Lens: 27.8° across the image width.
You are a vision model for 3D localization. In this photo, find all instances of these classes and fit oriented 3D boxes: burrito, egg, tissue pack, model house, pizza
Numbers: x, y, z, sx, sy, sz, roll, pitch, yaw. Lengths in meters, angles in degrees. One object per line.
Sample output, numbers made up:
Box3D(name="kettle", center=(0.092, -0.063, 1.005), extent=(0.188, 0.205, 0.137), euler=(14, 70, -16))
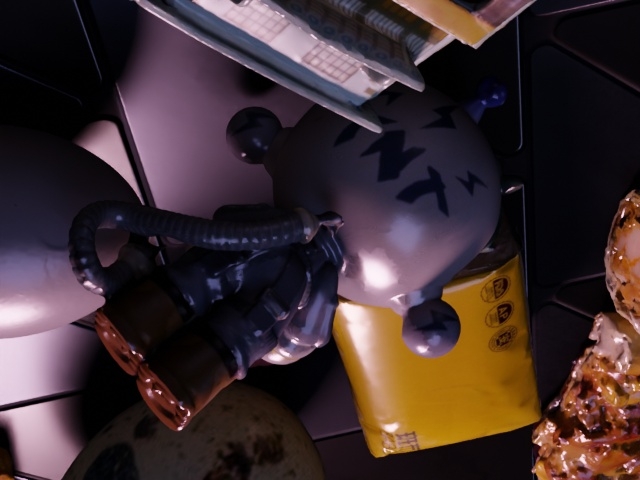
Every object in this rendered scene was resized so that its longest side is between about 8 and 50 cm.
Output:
Box3D(name="burrito", center=(0.412, 0.041, 1.323), extent=(0.299, 0.105, 0.143), euler=(13, 121, -23))
Box3D(name="egg", center=(-0.256, -0.007, 1.055), extent=(0.232, 0.176, 0.176), euler=(-1, 136, -2))
Box3D(name="tissue pack", center=(0.109, 0.086, 1.271), extent=(0.192, 0.134, 0.271), euler=(-15, 136, 3))
Box3D(name="model house", center=(0.004, -0.213, 0.896), extent=(0.224, 0.198, 0.215), euler=(23, 138, -33))
Box3D(name="pizza", center=(0.373, 0.216, 1.493), extent=(0.278, 0.114, 0.409), euler=(-25, 133, 5))
Box3D(name="egg", center=(-0.141, 0.307, 1.328), extent=(0.288, 0.287, 0.379), euler=(6, 127, -19))

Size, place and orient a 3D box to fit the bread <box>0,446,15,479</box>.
Box3D(name="bread", center=(-0.390, 0.334, 1.448), extent=(0.139, 0.077, 0.271), euler=(-6, 133, -12))

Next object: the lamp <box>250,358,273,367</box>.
Box3D(name="lamp", center=(-0.064, 0.069, 1.243), extent=(0.108, 0.092, 0.107), euler=(-2, 100, -10))

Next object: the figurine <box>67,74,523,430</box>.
Box3D(name="figurine", center=(0.002, 0.003, 1.053), extent=(0.382, 0.261, 0.186), euler=(-37, -176, -23))
